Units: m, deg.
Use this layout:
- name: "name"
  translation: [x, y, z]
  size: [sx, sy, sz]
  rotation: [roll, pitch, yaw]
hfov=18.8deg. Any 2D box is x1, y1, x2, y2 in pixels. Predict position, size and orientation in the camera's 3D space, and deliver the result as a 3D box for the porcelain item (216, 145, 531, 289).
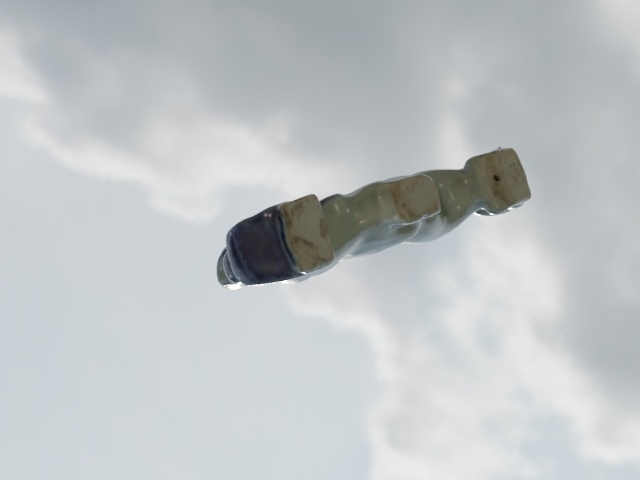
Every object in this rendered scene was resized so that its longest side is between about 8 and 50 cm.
- name: "porcelain item"
  translation: [0.000, 0.000, 0.558]
  size: [0.136, 0.075, 0.021]
  rotation: [-15, -95, -56]
